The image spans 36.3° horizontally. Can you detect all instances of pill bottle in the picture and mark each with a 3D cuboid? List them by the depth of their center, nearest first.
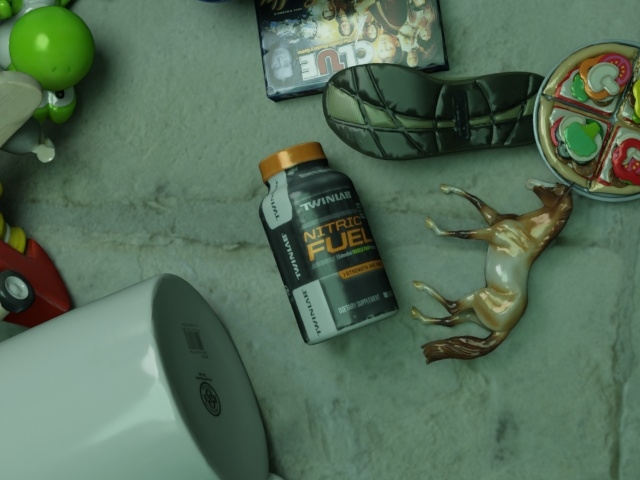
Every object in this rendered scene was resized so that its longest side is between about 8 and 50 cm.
[{"bbox_3d":[0.000,0.000,1.252,0.130,0.130,0.246,-22,83,12],"label":"pill bottle"}]

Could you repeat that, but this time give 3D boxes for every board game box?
[{"bbox_3d":[0.038,-0.287,1.297,0.243,0.042,0.165,-9,86,13],"label":"board game box"}]

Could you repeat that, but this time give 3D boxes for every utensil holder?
[{"bbox_3d":[-0.299,0.255,1.220,0.385,0.327,0.328,-24,83,10],"label":"utensil holder"}]

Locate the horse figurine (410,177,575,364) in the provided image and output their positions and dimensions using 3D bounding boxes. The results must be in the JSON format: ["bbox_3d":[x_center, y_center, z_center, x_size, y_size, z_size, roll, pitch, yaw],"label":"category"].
[{"bbox_3d":[0.209,0.039,1.235,0.174,0.066,0.263,14,89,20],"label":"horse figurine"}]

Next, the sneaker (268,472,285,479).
[{"bbox_3d":[-0.133,0.440,1.259,0.114,0.152,0.305,35,95,14],"label":"sneaker"}]

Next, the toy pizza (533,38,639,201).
[{"bbox_3d":[0.363,-0.148,1.198,0.201,0.032,0.201,0,90,0],"label":"toy pizza"}]

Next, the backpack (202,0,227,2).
[{"bbox_3d":[-0.105,-0.439,1.226,0.263,0.213,0.277,-24,122,7],"label":"backpack"}]

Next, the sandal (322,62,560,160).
[{"bbox_3d":[0.152,-0.160,1.250,0.302,0.086,0.120,2,95,-3],"label":"sandal"}]

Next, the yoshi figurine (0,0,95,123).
[{"bbox_3d":[-0.381,-0.345,1.328,0.203,0.203,0.362,-11,89,6],"label":"yoshi figurine"}]

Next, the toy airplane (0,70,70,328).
[{"bbox_3d":[-0.539,-0.052,1.312,0.385,0.272,0.385,1,122,1],"label":"toy airplane"}]
